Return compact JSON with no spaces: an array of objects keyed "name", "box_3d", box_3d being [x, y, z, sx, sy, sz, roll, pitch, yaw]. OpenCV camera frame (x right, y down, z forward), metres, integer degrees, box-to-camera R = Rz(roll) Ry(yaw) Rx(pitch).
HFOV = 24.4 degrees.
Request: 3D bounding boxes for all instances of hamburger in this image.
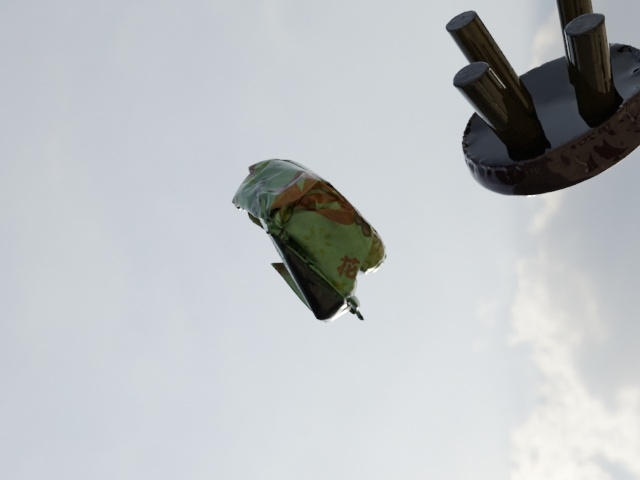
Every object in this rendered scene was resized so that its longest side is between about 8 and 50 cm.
[{"name":"hamburger","box_3d":[0.001,0.003,1.787,0.125,0.214,0.235,-42,-75,4]}]

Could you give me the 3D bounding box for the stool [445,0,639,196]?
[{"name":"stool","box_3d":[0.281,-0.198,1.856,0.272,0.272,0.178,-55,-53,-39]}]
